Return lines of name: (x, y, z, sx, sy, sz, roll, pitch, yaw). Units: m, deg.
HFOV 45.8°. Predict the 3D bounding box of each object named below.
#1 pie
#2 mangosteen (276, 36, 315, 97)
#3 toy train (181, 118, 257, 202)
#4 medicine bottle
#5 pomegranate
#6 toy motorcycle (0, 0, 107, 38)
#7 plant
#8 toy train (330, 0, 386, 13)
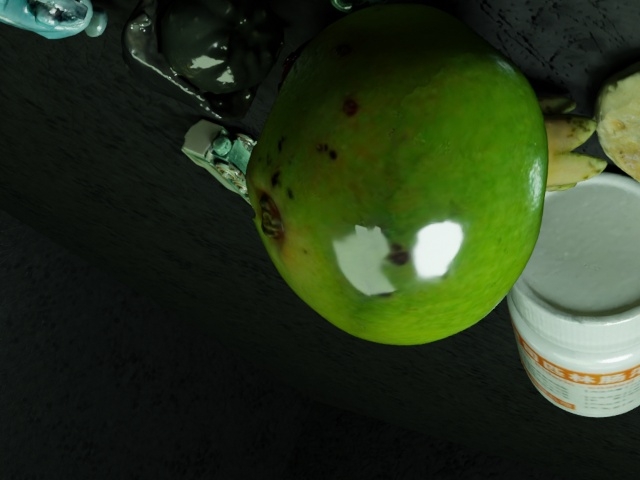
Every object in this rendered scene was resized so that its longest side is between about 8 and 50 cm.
pie: (0.363, -0.092, 0.732, 0.218, 0.052, 0.185, 26, 167, 1)
mangosteen: (0.040, -0.151, 0.821, 0.180, 0.166, 0.166, -8, 154, 8)
toy train: (-0.135, -0.120, 1.245, 0.125, 0.081, 0.194, 25, 167, 33)
medicine bottle: (0.350, 0.085, 0.977, 0.211, 0.211, 0.371, 15, 160, 26)
pomegranate: (0.120, -0.046, 0.695, 0.216, 0.358, 0.310, -124, 29, -48)
toy motorcycle: (-0.395, -0.318, 0.937, 0.260, 0.154, 0.206, 21, -175, -2)
plant: (-0.135, -0.226, 0.850, 0.164, 0.142, 0.256, 37, 169, -32)
toy train: (0.040, -0.258, 0.648, 0.149, 0.081, 0.099, 40, 157, -24)
